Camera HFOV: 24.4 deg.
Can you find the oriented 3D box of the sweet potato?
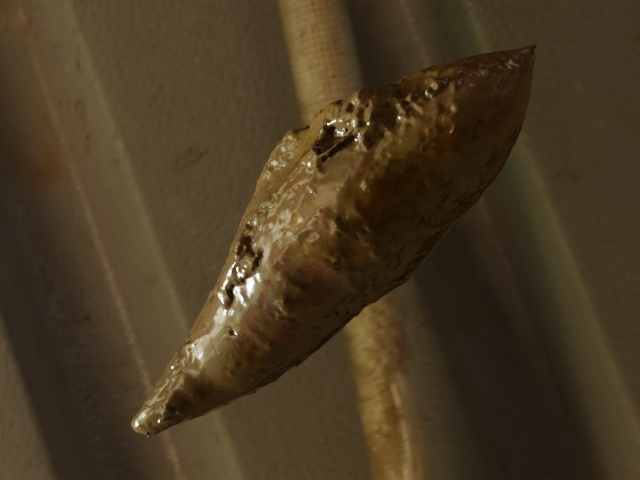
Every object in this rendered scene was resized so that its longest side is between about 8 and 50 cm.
[{"bbox_3d":[0.000,0.000,0.526,0.068,0.060,0.206,41,-73,2],"label":"sweet potato"}]
